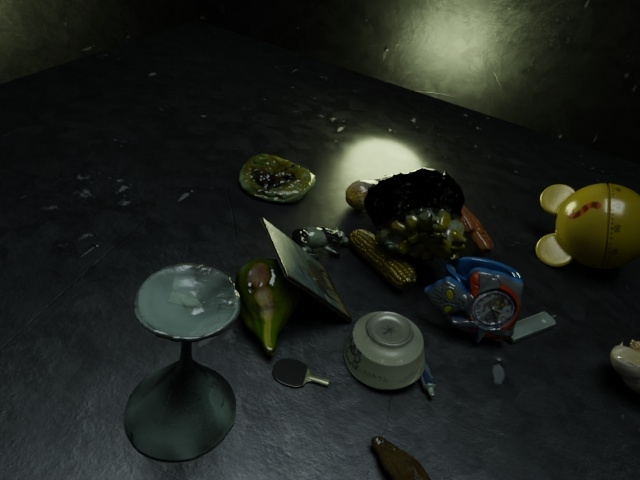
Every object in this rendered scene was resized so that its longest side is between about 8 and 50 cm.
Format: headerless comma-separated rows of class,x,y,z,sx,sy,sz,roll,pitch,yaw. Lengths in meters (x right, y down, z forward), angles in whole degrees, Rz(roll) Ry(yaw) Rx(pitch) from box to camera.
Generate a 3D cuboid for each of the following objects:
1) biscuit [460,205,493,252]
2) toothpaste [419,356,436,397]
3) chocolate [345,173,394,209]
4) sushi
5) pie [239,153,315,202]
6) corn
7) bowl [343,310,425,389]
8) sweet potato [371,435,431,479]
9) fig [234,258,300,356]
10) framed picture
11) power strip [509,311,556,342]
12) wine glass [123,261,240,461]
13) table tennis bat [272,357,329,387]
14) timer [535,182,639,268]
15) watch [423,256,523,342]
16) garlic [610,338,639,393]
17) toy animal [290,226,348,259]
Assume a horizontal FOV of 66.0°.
biscuit,0.572,-0.082,1.920,0.306,0.043,0.284,43,24,-15
toothpaste,0.293,0.365,1.419,0.057,0.034,0.197,17,34,-21
chocolate,0.239,-0.201,2.030,0.310,0.134,0.134,-8,43,-25
sushi,0.322,-0.065,1.673,0.329,0.285,0.328,-7,-12,30
pie,-0.185,-0.258,2.027,0.324,0.070,0.323,7,40,-6
corn,0.216,0.056,1.728,0.102,0.101,0.313,-16,46,-32
bowl,0.187,0.287,1.388,0.238,0.126,0.237,3,38,-2
sweet potato,0.200,0.559,1.106,0.112,0.085,0.285,-10,43,-20
fig,-0.153,0.195,1.409,0.206,0.206,0.274,1,70,-15
framed picture,-0.041,0.092,1.490,0.347,0.016,0.265,40,16,-43
power strip,0.697,0.285,1.641,0.253,0.027,0.060,-11,43,-28
wine glass,-0.293,0.264,1.076,0.267,0.405,0.267,10,39,-8
table tennis bat,-0.053,0.364,1.333,0.157,0.013,0.087,16,37,5
timer,1.073,-0.058,1.961,0.387,0.375,0.376,2,32,27
watch,0.485,0.164,1.606,0.306,0.241,0.274,9,22,6
garlic,1.028,0.384,1.510,0.281,0.184,0.203,-19,18,-8
toy animal,0.000,0.000,1.748,0.225,0.093,0.121,-9,34,-24
